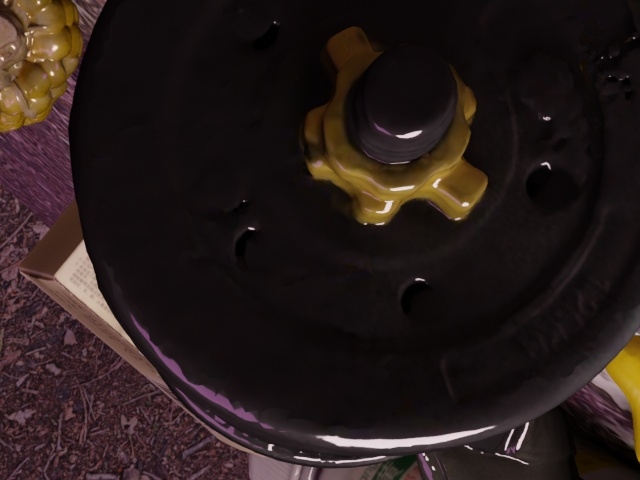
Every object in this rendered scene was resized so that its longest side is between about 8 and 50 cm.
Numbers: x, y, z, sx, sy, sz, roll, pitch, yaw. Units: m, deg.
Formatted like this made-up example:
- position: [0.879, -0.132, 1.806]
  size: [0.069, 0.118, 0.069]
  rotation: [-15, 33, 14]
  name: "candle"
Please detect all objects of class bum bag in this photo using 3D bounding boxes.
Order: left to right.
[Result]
- position: [0.119, 0.154, 0.984]
  size: [0.142, 0.080, 0.326]
  rotation: [-36, -74, -59]
  name: "bum bag"

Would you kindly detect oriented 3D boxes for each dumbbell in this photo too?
- position: [0.011, -0.010, 0.597]
  size: [0.185, 0.185, 0.388]
  rotation: [39, 171, 3]
  name: "dumbbell"

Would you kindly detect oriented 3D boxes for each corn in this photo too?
- position: [-0.243, -0.140, 1.189]
  size: [0.130, 0.130, 0.347]
  rotation: [42, 175, -13]
  name: "corn"

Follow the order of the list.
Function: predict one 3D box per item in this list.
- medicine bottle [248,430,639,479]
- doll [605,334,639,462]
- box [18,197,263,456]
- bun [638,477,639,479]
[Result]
- position: [0.104, 0.214, 1.241]
  size: [0.340, 0.208, 0.208]
  rotation: [28, 166, 51]
  name: "medicine bottle"
- position: [0.177, 0.082, 0.767]
  size: [0.135, 0.071, 0.113]
  rotation: [37, 180, -16]
  name: "doll"
- position: [-0.079, 0.025, 1.188]
  size: [0.212, 0.168, 0.095]
  rotation: [43, 167, -21]
  name: "box"
- position: [0.249, 0.229, 0.933]
  size: [0.239, 0.141, 0.239]
  rotation: [41, 174, 5]
  name: "bun"
